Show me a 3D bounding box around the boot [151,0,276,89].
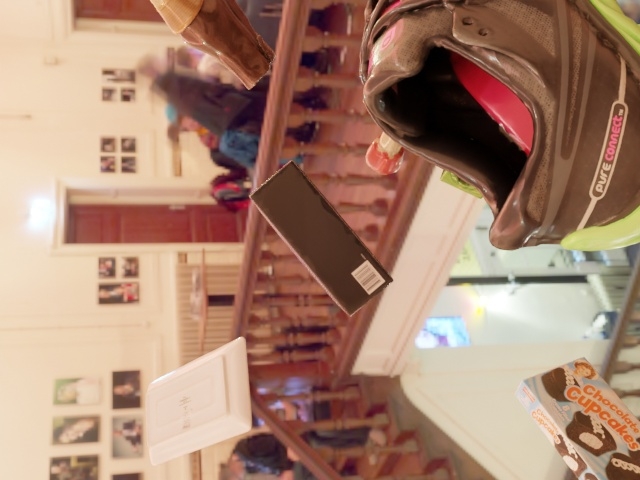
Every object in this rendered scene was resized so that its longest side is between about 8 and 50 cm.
[{"bbox_3d":[-0.155,-0.350,1.225,0.090,0.207,0.248,-37,23,30],"label":"boot"}]

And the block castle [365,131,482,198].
[{"bbox_3d":[0.360,-0.217,1.838,0.213,0.453,0.303,111,-176,-59],"label":"block castle"}]

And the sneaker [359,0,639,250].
[{"bbox_3d":[0.113,-0.195,0.674,0.185,0.202,0.483,101,147,-54],"label":"sneaker"}]

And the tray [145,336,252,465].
[{"bbox_3d":[-0.206,0.259,1.257,0.270,0.030,0.145,-30,58,39],"label":"tray"}]

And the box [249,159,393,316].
[{"bbox_3d":[0.000,0.000,1.380,0.261,0.103,0.184,50,180,2],"label":"box"}]

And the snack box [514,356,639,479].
[{"bbox_3d":[0.584,0.408,1.680,0.322,0.187,0.060,56,147,35],"label":"snack box"}]
